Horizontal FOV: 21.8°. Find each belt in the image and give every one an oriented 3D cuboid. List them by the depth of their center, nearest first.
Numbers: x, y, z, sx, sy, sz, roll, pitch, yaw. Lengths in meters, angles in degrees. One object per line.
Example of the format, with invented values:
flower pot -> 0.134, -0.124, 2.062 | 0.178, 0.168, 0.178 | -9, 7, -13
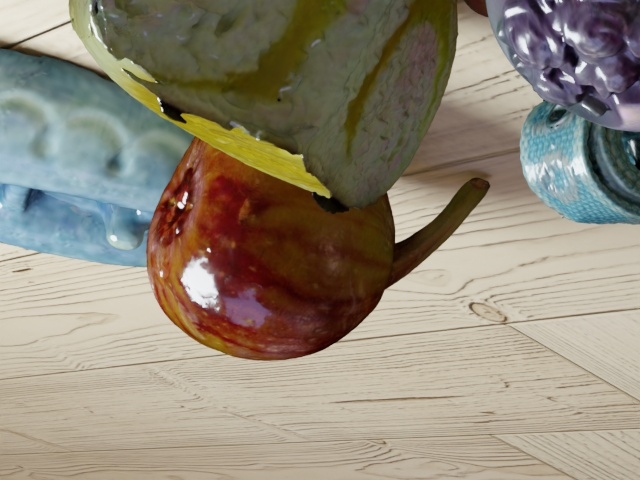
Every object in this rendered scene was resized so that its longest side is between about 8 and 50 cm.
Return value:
belt -> 0.251, -0.008, 1.016 | 0.302, 0.087, 0.072 | 26, 153, -27

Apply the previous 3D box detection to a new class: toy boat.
toy boat -> -0.216, -0.041, 1.214 | 0.330, 0.123, 0.215 | 19, 161, -13

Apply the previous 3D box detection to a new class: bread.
bread -> -0.034, -0.121, 0.857 | 0.156, 0.158, 0.260 | 27, 177, 19

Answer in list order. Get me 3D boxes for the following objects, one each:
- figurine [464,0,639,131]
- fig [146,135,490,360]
figurine -> 0.097, -0.150, 0.714 | 0.194, 0.133, 0.274 | -6, 140, 43
fig -> -0.006, 0.005, 1.112 | 0.207, 0.175, 0.175 | 21, 159, -29
